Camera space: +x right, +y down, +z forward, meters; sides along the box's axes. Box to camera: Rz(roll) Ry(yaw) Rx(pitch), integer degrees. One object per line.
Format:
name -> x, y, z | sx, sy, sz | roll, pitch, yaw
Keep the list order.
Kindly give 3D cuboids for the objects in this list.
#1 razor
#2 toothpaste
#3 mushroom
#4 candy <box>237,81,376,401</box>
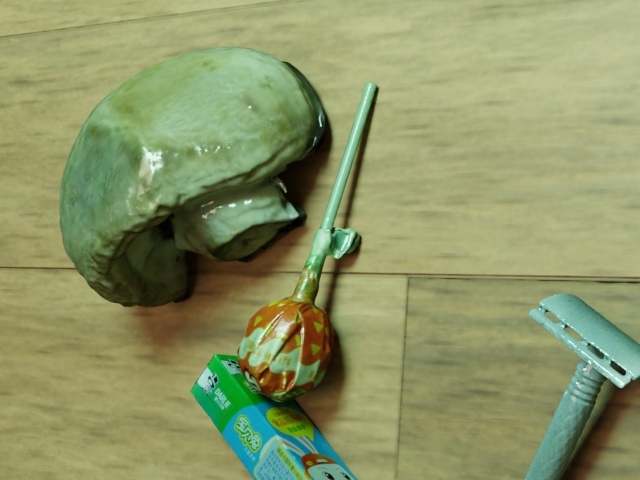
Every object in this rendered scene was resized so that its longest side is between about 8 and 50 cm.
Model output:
razor -> 0.176, 0.165, 1.403 | 0.106, 0.068, 0.232 | 42, 119, 40
toothpaste -> -0.016, 0.202, 1.568 | 0.266, 0.065, 0.050 | 49, 118, 36
mushroom -> -0.138, -0.068, 1.654 | 0.267, 0.164, 0.189 | -33, 64, 36
candy -> 0.000, 0.000, 1.590 | 0.084, 0.078, 0.287 | 9, 81, 64
